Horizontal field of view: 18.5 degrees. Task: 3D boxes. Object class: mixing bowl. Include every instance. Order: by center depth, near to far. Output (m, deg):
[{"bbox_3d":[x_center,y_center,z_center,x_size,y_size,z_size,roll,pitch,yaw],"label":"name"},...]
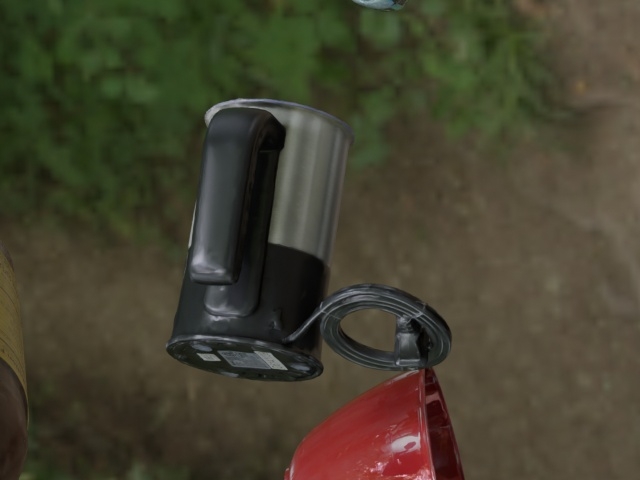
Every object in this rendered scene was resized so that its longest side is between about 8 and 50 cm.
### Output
[{"bbox_3d":[0.035,0.168,1.180,0.181,0.098,0.181,-11,-90,-83],"label":"mixing bowl"}]

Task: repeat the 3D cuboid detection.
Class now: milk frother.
[{"bbox_3d":[0.000,0.000,1.026,0.129,0.143,0.134,104,174,-74],"label":"milk frother"}]

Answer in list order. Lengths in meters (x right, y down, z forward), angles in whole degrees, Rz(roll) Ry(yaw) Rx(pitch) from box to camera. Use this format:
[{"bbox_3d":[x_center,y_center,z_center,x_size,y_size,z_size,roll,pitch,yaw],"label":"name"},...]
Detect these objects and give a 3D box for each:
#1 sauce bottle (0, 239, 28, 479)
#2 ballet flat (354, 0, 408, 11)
[{"bbox_3d":[-0.234,0.098,1.194,0.344,0.111,0.111,-108,19,-61],"label":"sauce bottle"},{"bbox_3d":[0.019,-0.245,1.440,0.070,0.070,0.188,115,139,-64],"label":"ballet flat"}]
